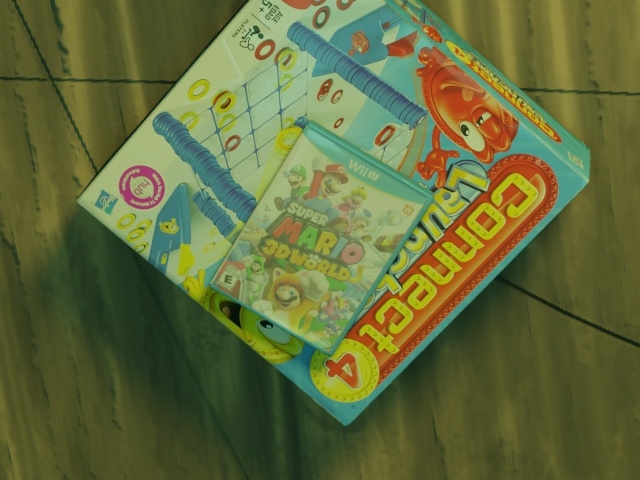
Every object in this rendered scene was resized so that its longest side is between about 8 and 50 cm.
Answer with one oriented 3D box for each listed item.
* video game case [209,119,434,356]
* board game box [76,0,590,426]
[{"bbox_3d":[0.000,0.000,1.590,0.119,0.015,0.166,31,110,-4],"label":"video game case"},{"bbox_3d":[0.011,-0.053,1.625,0.302,0.086,0.308,40,110,-7],"label":"board game box"}]
